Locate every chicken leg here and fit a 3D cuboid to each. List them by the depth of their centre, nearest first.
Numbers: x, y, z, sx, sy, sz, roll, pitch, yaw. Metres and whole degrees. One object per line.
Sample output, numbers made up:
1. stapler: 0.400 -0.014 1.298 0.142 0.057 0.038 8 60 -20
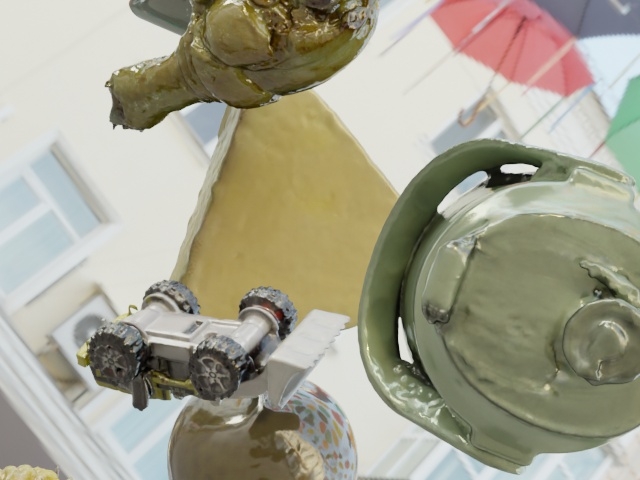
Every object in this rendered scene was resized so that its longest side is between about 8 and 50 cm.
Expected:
1. chicken leg: -0.068 -0.135 0.772 0.227 0.103 0.088 -14 -104 20

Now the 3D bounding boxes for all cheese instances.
1. cheese: 0.000 0.001 1.477 0.384 0.384 0.104 60 -9 -18

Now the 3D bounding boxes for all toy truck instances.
1. toy truck: -0.111 0.116 1.133 0.285 0.136 0.111 4 -62 26

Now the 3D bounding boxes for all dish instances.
1. dish: -0.147 -0.320 1.417 0.154 0.064 0.234 19 -18 -28

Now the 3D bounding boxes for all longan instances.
1. longan: -0.089 0.341 1.718 0.319 0.319 0.319 32 -35 25

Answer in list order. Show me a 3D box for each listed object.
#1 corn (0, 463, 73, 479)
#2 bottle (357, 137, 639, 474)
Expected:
1. corn: -0.283 0.186 0.630 0.101 0.291 0.101 179 -90 -72
2. bottle: 0.141 0.048 0.763 0.229 0.229 0.351 44 6 8
